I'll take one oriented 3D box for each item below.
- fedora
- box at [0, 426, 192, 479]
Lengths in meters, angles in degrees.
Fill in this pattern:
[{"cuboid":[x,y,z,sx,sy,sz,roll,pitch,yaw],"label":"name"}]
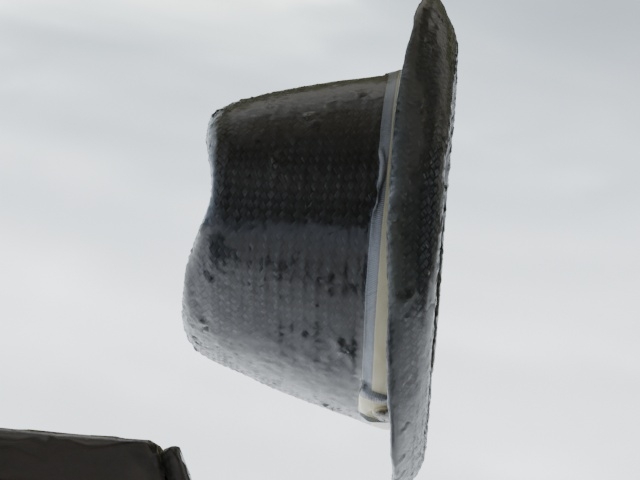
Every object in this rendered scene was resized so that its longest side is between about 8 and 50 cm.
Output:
[{"cuboid":[0.000,0.000,1.210,0.152,0.334,0.334,5,-171,4],"label":"fedora"},{"cuboid":[-0.135,0.148,0.305,0.295,0.073,0.293,10,-139,-27],"label":"box"}]
